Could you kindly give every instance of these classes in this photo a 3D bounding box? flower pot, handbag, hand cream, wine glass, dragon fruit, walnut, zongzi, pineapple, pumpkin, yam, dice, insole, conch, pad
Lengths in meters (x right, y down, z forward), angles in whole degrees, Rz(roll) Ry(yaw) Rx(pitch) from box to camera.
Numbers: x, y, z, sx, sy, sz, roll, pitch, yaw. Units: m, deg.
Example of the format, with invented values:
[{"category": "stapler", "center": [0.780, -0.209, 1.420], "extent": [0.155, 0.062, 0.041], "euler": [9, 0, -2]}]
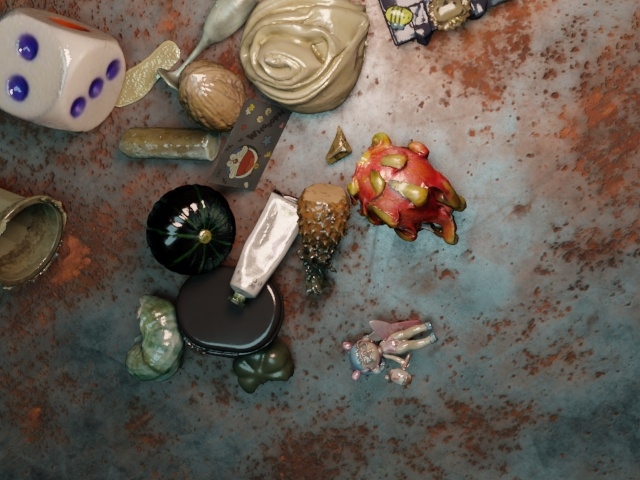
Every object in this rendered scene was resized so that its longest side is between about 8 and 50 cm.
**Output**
[{"category": "flower pot", "center": [-0.904, -0.035, 1.934], "extent": [0.259, 0.290, 0.290], "euler": [23, 107, 14]}, {"category": "handbag", "center": [0.269, -0.652, 1.647], "extent": [0.304, 0.122, 0.329], "euler": [-19, 102, 13]}, {"category": "hand cream", "center": [-0.147, 0.024, 1.863], "extent": [0.121, 0.076, 0.336], "euler": [28, 80, -3]}, {"category": "wine glass", "center": [-0.309, -0.511, 1.699], "extent": [0.096, 0.264, 0.309], "euler": [46, 106, 4]}, {"category": "dragon fruit", "center": [0.220, -0.122, 1.753], "extent": [0.307, 0.243, 0.227], "euler": [38, 84, -40]}, {"category": "walnut", "center": [-0.275, -0.366, 1.745], "extent": [0.178, 0.230, 0.178], "euler": [-4, 75, 15]}, {"category": "zongzi", "center": [0.035, -0.251, 1.831], "extent": [0.076, 0.040, 0.083], "euler": [-28, 87, 21]}, {"category": "pineapple", "center": [0.000, 0.000, 1.825], "extent": [0.141, 0.170, 0.309], "euler": [-5, 125, -14]}, {"category": "pumpkin", "center": [-0.361, -0.035, 1.872], "extent": [0.248, 0.248, 0.247], "euler": [2, 105, 9]}, {"category": "yam", "center": [-0.407, -0.262, 1.870], "extent": [0.259, 0.093, 0.093], "euler": [3, 105, 10]}, {"category": "dice", "center": [-0.679, -0.437, 1.779], "extent": [0.243, 0.259, 0.251], "euler": [25, 107, 8]}, {"category": "insole", "center": [-0.477, -0.447, 1.874], "extent": [0.248, 0.011, 0.081], "euler": [-37, 96, 16]}, {"category": "conch", "center": [-0.474, 0.303, 1.987], "extent": [0.196, 0.220, 0.277], "euler": [-22, 125, -10]}, {"category": "handbag", "center": [-0.252, 0.197, 1.923], "extent": [0.308, 0.093, 0.253], "euler": [6, 82, 7]}, {"category": "pad", "center": [-0.183, -0.246, 1.811], "extent": [0.006, 0.170, 0.245], "euler": [41, 111, 36]}]

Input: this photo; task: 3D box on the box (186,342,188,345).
[{"category": "box", "center": [-0.395, 0.267, 2.043], "extent": [0.046, 0.012, 0.083], "euler": [-19, 100, 14]}]

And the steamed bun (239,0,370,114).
[{"category": "steamed bun", "center": [-0.040, -0.478, 1.687], "extent": [0.310, 0.219, 0.324], "euler": [30, 107, 0]}]

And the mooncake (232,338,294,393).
[{"category": "mooncake", "center": [-0.165, 0.366, 1.987], "extent": [0.168, 0.104, 0.175], "euler": [33, 111, -7]}]

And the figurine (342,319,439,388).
[{"category": "figurine", "center": [0.202, 0.315, 1.905], "extent": [0.260, 0.103, 0.205], "euler": [-23, 74, 10]}]
